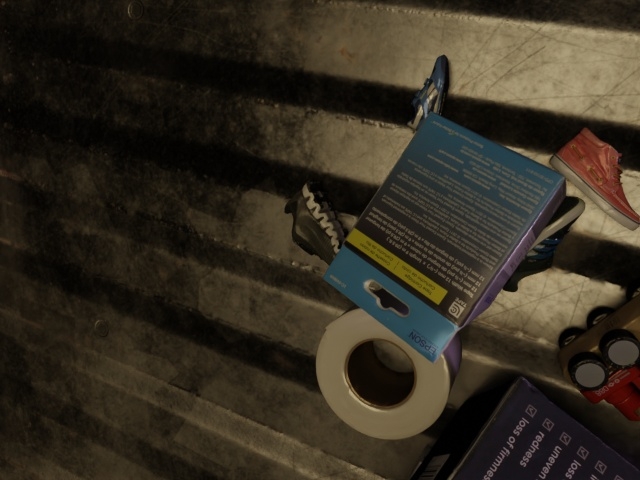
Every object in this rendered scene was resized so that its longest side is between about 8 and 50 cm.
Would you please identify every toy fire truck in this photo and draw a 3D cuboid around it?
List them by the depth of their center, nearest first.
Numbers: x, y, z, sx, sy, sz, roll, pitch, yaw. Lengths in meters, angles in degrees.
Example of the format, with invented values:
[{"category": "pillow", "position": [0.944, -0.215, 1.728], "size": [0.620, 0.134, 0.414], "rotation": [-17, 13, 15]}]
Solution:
[{"category": "toy fire truck", "position": [0.548, 0.223, 0.826], "size": [0.246, 0.158, 0.217], "rotation": [44, 111, -2]}]

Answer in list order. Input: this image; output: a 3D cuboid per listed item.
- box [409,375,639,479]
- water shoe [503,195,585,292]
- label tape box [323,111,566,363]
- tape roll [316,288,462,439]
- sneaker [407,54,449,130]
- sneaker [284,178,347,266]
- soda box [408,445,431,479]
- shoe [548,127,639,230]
[{"category": "box", "position": [0.319, 0.554, 0.760], "size": [0.472, 0.297, 0.480], "rotation": [38, 69, 15]}, {"category": "water shoe", "position": [0.382, 0.007, 0.906], "size": [0.080, 0.073, 0.203], "rotation": [40, 111, -18]}, {"category": "label tape box", "position": [0.204, -0.006, 0.879], "size": [0.249, 0.115, 0.347], "rotation": [36, 98, 27]}, {"category": "tape roll", "position": [0.134, 0.222, 0.975], "size": [0.246, 0.169, 0.246], "rotation": [3, 99, 23]}, {"category": "sneaker", "position": [0.198, -0.266, 0.940], "size": [0.059, 0.053, 0.144], "rotation": [17, 103, 22]}, {"category": "sneaker", "position": [0.000, 0.000, 1.051], "size": [0.106, 0.078, 0.234], "rotation": [-30, 82, 26]}, {"category": "soda box", "position": [0.282, 0.501, 1.009], "size": [0.216, 0.069, 0.074], "rotation": [27, 107, 16]}, {"category": "shoe", "position": [0.470, -0.102, 0.844], "size": [0.178, 0.063, 0.081], "rotation": [47, 117, 14]}]
